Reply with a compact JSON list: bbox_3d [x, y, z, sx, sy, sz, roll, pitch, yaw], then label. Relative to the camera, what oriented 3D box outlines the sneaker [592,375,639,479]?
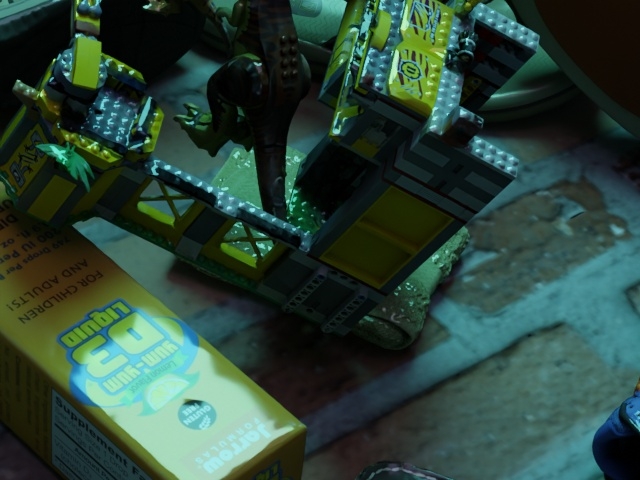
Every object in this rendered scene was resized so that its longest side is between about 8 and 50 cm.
[{"bbox_3d":[0.180,0.088,0.938,0.087,0.083,0.221,3,40,3],"label":"sneaker"}]

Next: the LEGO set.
[{"bbox_3d":[-0.003,-0.128,0.939,0.255,0.192,0.331,34,48,-10],"label":"LEGO set"}]

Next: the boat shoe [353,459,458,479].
[{"bbox_3d":[0.106,0.161,0.851,0.227,0.069,0.081,31,47,20],"label":"boat shoe"}]

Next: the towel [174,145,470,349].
[{"bbox_3d":[0.000,0.000,1.029,0.148,0.027,0.110,21,44,12],"label":"towel"}]

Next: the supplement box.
[{"bbox_3d":[-0.113,0.061,0.907,0.233,0.080,0.078,39,52,24],"label":"supplement box"}]

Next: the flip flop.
[{"bbox_3d":[0.047,-0.147,1.150,0.277,0.080,0.112,14,44,2],"label":"flip flop"}]

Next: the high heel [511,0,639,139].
[{"bbox_3d":[0.291,-0.121,1.127,0.377,0.127,0.181,32,54,-4],"label":"high heel"}]

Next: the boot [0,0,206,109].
[{"bbox_3d":[-0.205,-0.152,1.105,0.236,0.085,0.178,-19,49,-27],"label":"boot"}]
